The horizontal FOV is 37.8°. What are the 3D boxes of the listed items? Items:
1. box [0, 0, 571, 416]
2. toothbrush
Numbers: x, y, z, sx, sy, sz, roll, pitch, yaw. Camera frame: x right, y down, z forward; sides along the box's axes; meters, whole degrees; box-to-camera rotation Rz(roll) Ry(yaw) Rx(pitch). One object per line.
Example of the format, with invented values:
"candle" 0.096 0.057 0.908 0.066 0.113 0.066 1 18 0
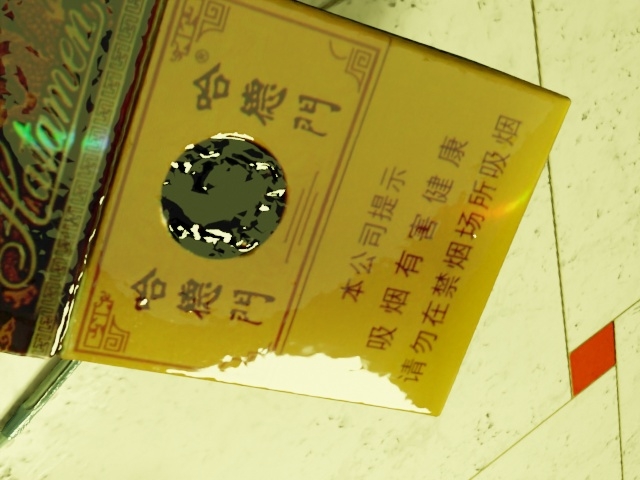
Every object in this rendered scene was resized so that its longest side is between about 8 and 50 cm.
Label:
"box" -0.068 -0.041 0.632 0.415 0.116 0.264 14 106 -24
"toothbrush" -0.231 0.139 0.743 0.219 0.016 0.019 -51 135 -3
